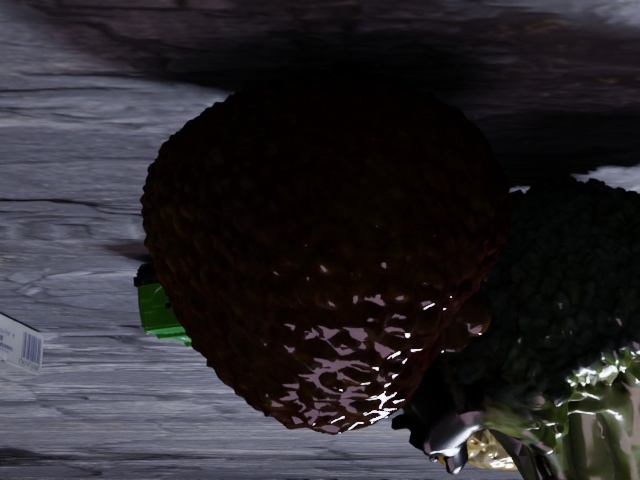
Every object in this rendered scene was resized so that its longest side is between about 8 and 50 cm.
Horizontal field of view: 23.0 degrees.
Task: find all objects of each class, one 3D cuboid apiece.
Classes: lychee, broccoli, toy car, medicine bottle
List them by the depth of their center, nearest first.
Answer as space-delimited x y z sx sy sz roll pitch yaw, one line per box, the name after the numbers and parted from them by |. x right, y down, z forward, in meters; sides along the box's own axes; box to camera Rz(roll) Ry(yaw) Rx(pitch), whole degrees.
0.006 0.000 0.814 0.194 0.194 0.194 0 167 0 | lychee
0.141 0.086 0.965 0.247 0.243 0.263 -29 -156 -27 | broccoli
-0.084 0.057 1.293 0.071 0.062 0.165 -7 165 26 | toy car
-0.391 0.104 1.527 0.201 0.052 0.171 -3 166 11 | medicine bottle

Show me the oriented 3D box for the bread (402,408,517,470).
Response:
0.190 0.161 1.578 0.244 0.134 0.244 1 164 0 | bread
